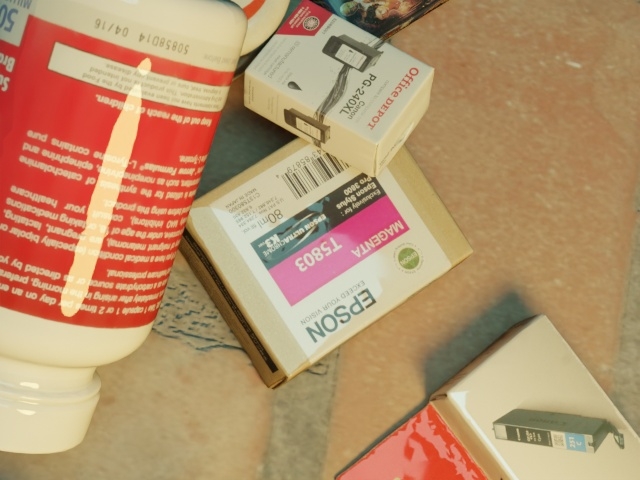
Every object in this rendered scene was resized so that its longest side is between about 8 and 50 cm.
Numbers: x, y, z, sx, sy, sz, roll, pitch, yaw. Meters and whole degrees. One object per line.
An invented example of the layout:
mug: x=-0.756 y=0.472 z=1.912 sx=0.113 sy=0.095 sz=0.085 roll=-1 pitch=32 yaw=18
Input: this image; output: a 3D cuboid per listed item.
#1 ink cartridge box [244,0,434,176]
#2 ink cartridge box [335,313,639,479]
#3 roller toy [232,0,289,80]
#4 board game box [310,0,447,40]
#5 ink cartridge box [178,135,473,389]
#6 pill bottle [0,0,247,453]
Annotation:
ink cartridge box: x=0.019 y=-0.145 z=1.381 sx=0.150 sy=0.063 sz=0.109 roll=30 pitch=63 yaw=13
ink cartridge box: x=0.206 y=0.266 z=1.423 sx=0.261 sy=0.066 sz=0.296 roll=-37 pitch=89 yaw=-20
roller toy: x=-0.125 y=-0.252 z=1.407 sx=0.191 sy=0.146 sz=0.209 roll=40 pitch=71 yaw=-4
board game box: x=0.032 y=-0.332 z=1.519 sx=0.165 sy=0.042 sz=0.243 roll=-34 pitch=88 yaw=-18
ink cartridge box: x=0.000 y=0.000 z=1.416 sx=0.234 sy=0.088 sz=0.193 roll=-33 pitch=87 yaw=-19
pill bottle: x=-0.226 y=-0.039 z=1.240 sx=0.229 sy=0.229 sz=0.408 roll=17 pitch=100 yaw=-10
